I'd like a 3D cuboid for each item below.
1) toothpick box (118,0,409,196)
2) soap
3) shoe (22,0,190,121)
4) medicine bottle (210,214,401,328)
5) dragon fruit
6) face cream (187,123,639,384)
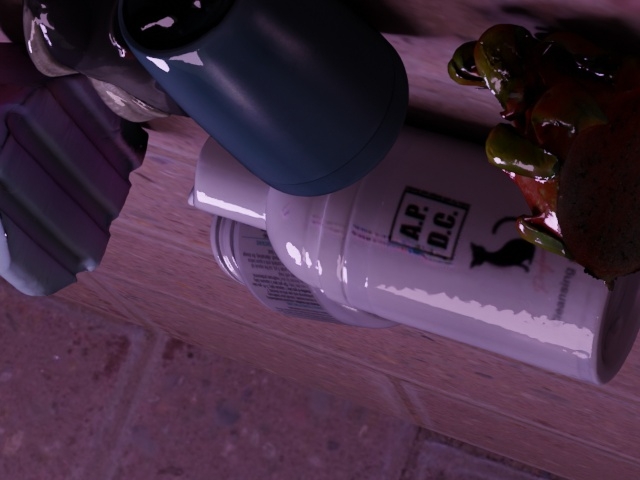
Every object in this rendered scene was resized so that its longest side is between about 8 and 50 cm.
[{"bbox_3d":[-0.037,-0.114,1.208,0.120,0.120,0.184,13,164,38],"label":"toothpick box"},{"bbox_3d":[-0.256,-0.065,1.673,0.109,0.193,0.324,18,169,12],"label":"soap"},{"bbox_3d":[-0.113,-0.138,1.324,0.112,0.099,0.227,10,171,19],"label":"shoe"},{"bbox_3d":[0.000,0.000,1.666,0.135,0.135,0.215,27,168,-32],"label":"medicine bottle"},{"bbox_3d":[0.155,-0.062,1.147,0.175,0.138,0.142,47,139,23],"label":"dragon fruit"},{"bbox_3d":[0.054,-0.013,1.460,0.369,0.145,0.145,16,169,21],"label":"face cream"}]
